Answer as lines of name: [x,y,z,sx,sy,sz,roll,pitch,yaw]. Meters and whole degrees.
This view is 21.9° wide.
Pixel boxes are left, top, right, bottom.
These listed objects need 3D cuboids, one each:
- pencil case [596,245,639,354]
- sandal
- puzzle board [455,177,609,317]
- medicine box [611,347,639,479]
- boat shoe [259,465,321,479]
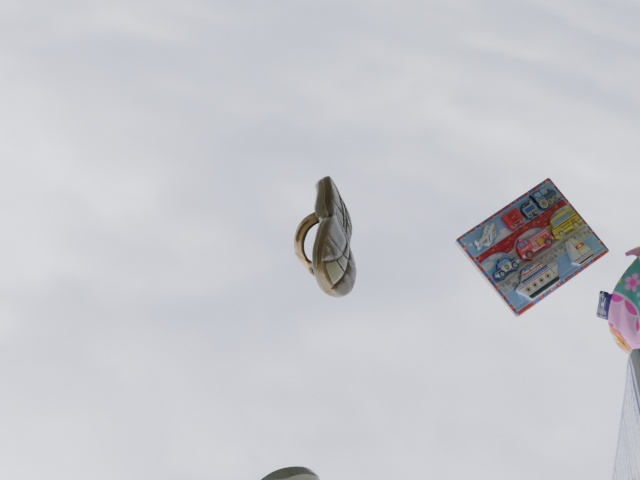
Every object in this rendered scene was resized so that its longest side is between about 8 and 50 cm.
pencil case: [0.383,0.074,1.488,0.124,0.124,0.284,4,-174,-31]
sandal: [0.000,0.000,1.557,0.049,0.072,0.180,-19,-151,10]
puzzle board: [0.208,0.005,1.615,0.128,0.011,0.096,-33,-104,-24]
medicine box: [0.303,0.209,0.953,0.264,0.289,0.149,0,-140,1]
boat shoe: [-0.071,0.384,1.701,0.118,0.320,0.103,14,-158,-43]
